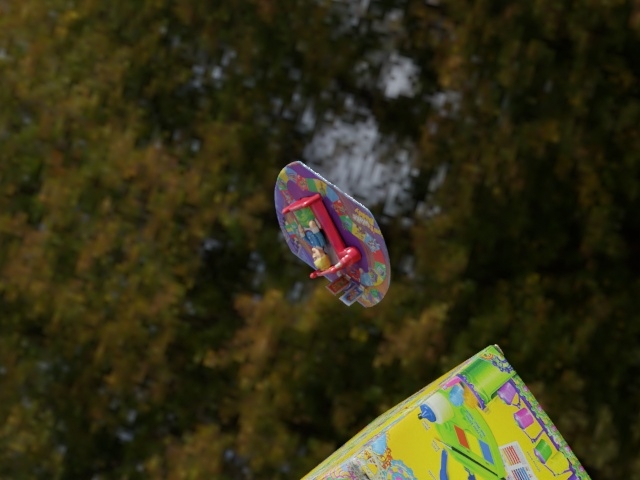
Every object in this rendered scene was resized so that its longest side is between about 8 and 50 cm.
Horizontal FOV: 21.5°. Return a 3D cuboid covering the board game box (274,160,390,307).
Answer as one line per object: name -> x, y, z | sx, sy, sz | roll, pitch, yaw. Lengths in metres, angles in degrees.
board game box -> 0.000, 0.000, 1.716 | 0.033, 0.168, 0.133 | -33, -36, -32

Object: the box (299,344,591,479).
box -> 0.126, 0.299, 1.572 | 0.177, 0.290, 0.279 | -37, -4, 37
